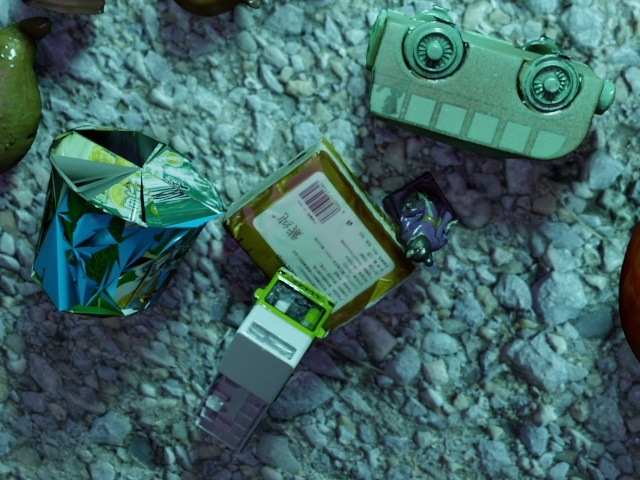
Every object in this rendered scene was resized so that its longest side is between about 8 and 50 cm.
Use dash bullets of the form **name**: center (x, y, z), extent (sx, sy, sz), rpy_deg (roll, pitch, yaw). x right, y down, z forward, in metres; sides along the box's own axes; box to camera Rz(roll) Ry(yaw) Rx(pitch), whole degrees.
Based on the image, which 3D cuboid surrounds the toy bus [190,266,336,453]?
- **toy bus**: center (-0.089, 0.181, 1.332), extent (0.113, 0.139, 0.302), rpy_deg (32, 134, 3)

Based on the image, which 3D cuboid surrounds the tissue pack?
- **tissue pack**: center (0.000, 0.000, 1.333), extent (0.183, 0.092, 0.226), rpy_deg (-35, 107, 14)

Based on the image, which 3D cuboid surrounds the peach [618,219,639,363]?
- **peach**: center (0.567, 0.049, 1.197), extent (0.388, 0.388, 0.388), rpy_deg (1, 111, 2)

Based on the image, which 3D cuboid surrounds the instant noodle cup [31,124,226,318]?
- **instant noodle cup**: center (-0.272, -0.019, 1.276), extent (0.240, 0.240, 0.178), rpy_deg (23, 117, -7)

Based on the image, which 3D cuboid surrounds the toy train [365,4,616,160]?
- **toy train**: center (0.211, -0.198, 1.231), extent (0.326, 0.129, 0.159), rpy_deg (15, 115, -3)

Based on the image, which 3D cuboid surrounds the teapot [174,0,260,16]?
- **teapot**: center (-0.151, -0.337, 1.199), extent (0.173, 0.116, 0.116), rpy_deg (27, 109, -7)

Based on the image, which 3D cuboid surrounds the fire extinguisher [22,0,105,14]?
- **fire extinguisher**: center (-0.279, -0.450, 1.171), extent (0.147, 0.106, 0.337), rpy_deg (2, 114, -26)

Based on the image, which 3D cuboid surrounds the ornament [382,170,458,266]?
- **ornament**: center (0.131, -0.024, 1.266), extent (0.088, 0.203, 0.081), rpy_deg (-32, 99, 15)

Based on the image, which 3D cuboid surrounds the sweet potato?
- **sweet potato**: center (-0.441, -0.164, 1.284), extent (0.124, 0.098, 0.310), rpy_deg (43, 109, 8)
